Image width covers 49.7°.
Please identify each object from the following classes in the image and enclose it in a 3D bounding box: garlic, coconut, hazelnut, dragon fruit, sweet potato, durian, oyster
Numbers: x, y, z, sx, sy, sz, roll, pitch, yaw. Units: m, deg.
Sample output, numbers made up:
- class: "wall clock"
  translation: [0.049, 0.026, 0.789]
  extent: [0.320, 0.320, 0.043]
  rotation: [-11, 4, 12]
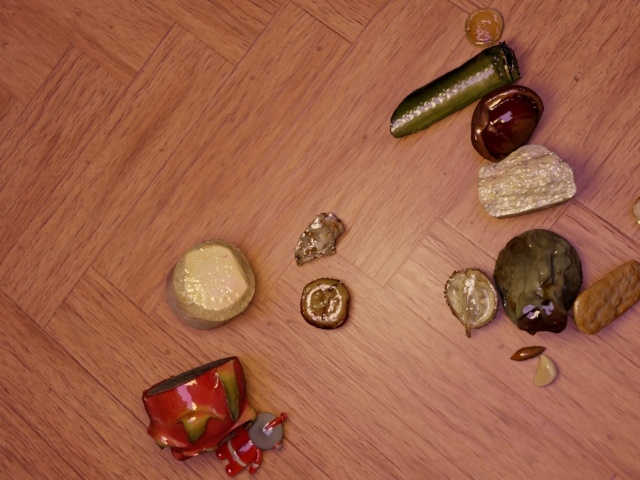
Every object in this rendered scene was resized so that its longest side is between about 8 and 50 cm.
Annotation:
- class: "garlic"
  translation: [0.579, 0.339, 1.775]
  extent: [0.053, 0.041, 0.083]
  rotation: [21, 98, 18]
- class: "coconut"
  translation: [-0.303, 0.126, 1.893]
  extent: [0.239, 0.244, 0.239]
  rotation: [4, 74, -15]
- class: "hazelnut"
  translation: [0.477, -0.300, 1.786]
  extent: [0.170, 0.160, 0.201]
  rotation: [11, 98, -6]
- class: "dragon fruit"
  translation: [-0.315, 0.458, 1.844]
  extent: [0.305, 0.305, 0.225]
  rotation: [-20, 89, 10]
- class: "sweet potato"
  translation: [0.537, 0.291, 1.790]
  extent: [0.095, 0.034, 0.034]
  rotation: [-22, 81, 8]
- class: "durian"
  translation: [0.400, 0.161, 1.805]
  extent: [0.148, 0.091, 0.188]
  rotation: [5, 90, 25]
- class: "oyster"
  translation: [-0.007, 0.005, 1.925]
  extent: [0.105, 0.056, 0.177]
  rotation: [37, 93, 25]

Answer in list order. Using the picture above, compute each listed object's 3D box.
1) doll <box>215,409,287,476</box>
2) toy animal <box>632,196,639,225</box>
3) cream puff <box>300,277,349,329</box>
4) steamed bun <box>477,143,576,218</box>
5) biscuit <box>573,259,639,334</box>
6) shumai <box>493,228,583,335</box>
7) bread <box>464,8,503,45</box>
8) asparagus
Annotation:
- class: "doll"
  translation: [-0.183, 0.549, 1.910]
  extent: [0.245, 0.076, 0.142]
  rotation: [-41, 74, 11]
- class: "toy animal"
  translation: [0.890, -0.090, 1.728]
  extent: [0.185, 0.104, 0.184]
  rotation: [16, 60, 30]
- class: "cream puff"
  translation: [0.016, 0.172, 1.891]
  extent: [0.149, 0.084, 0.149]
  rotation: [-1, 83, 9]
- class: "steamed bun"
  translation: [0.506, -0.148, 1.745]
  extent: [0.226, 0.200, 0.170]
  rotation: [-16, 88, 9]
- class: "biscuit"
  translation: [0.718, 0.140, 1.702]
  extent: [0.247, 0.029, 0.118]
  rotation: [-31, 112, -18]
- class: "shumai"
  translation: [0.548, 0.098, 1.720]
  extent: [0.222, 0.204, 0.271]
  rotation: [-9, 80, 12]
- class: "bread"
  translation: [0.446, -0.583, 1.887]
  extent: [0.110, 0.024, 0.110]
  rotation: [-1, 86, 12]
- class: "asparagus"
  translation: [0.350, -0.398, 1.851]
  extent: [0.382, 0.108, 0.128]
  rotation: [-28, 49, 11]
